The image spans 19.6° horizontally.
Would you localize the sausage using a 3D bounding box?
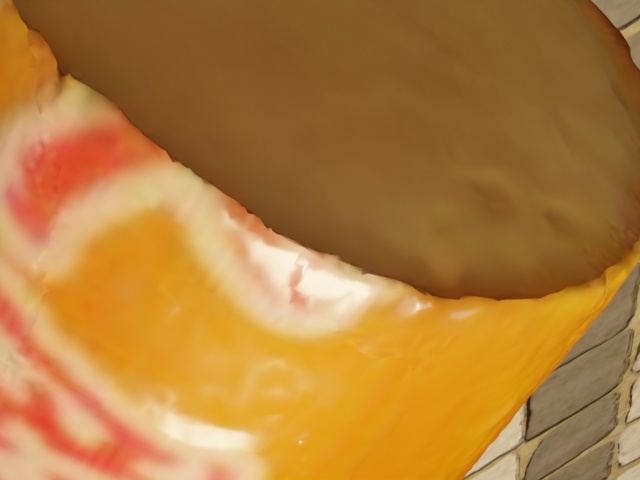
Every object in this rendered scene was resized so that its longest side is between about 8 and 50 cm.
[{"bbox_3d":[-0.063,0.025,0.571,0.233,0.233,0.287,-4,138,-46],"label":"sausage"}]
